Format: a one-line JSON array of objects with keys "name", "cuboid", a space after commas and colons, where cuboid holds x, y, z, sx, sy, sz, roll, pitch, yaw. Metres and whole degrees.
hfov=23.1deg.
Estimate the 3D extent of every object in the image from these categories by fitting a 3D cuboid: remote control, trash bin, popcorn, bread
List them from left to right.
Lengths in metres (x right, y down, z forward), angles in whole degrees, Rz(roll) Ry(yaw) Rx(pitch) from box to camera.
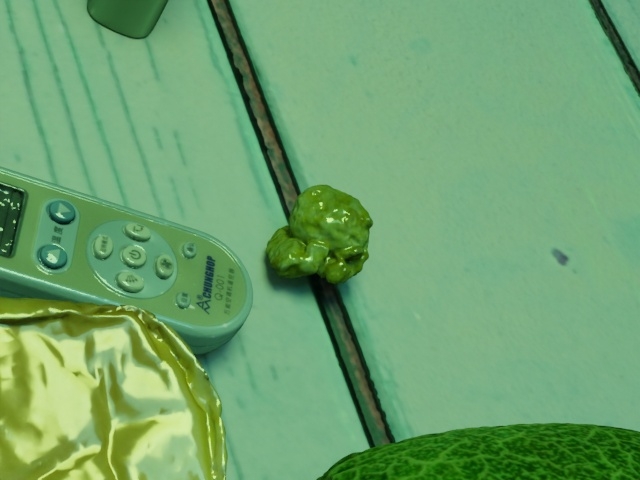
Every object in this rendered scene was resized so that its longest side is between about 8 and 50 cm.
[{"name": "bread", "cuboid": [-0.181, 0.120, 0.811, 0.250, 0.133, 0.179, -8, 62, -30]}, {"name": "remote control", "cuboid": [-0.160, 0.010, 0.979, 0.244, 0.047, 0.087, 19, 50, -17]}, {"name": "trash bin", "cuboid": [-0.117, -0.232, 1.146, 0.059, 0.130, 0.116, 24, 46, -10]}, {"name": "popcorn", "cuboid": [-0.002, -0.002, 1.076, 0.083, 0.059, 0.068, -30, 101, -19]}]

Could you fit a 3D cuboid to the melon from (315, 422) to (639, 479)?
[{"name": "melon", "cuboid": [0.199, 0.246, 0.900, 0.344, 0.226, 0.331, -16, 45, -24]}]
